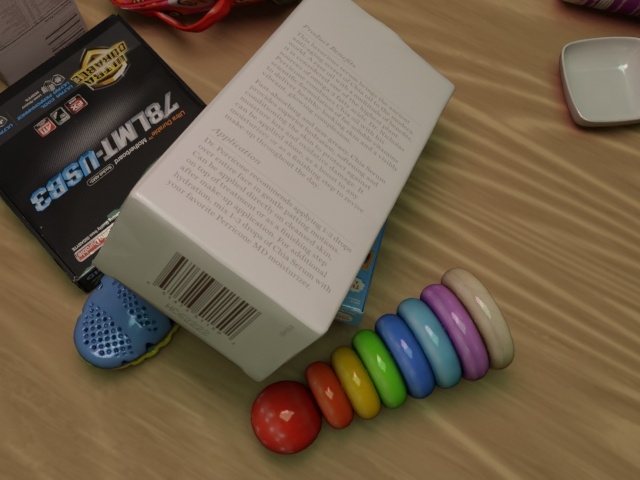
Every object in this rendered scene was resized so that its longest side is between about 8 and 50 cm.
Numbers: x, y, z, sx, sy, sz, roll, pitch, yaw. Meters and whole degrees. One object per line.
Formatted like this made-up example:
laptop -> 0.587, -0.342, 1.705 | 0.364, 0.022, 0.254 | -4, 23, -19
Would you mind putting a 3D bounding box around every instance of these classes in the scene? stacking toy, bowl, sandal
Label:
stacking toy -> 0.068, 0.167, 0.914 | 0.330, 0.141, 0.141 | -27, 74, -7
bowl -> 0.429, -0.232, 1.101 | 0.142, 0.053, 0.142 | -5, 72, -4
sandal -> -0.196, 0.029, 0.942 | 0.126, 0.138, 0.317 | 38, 75, 8

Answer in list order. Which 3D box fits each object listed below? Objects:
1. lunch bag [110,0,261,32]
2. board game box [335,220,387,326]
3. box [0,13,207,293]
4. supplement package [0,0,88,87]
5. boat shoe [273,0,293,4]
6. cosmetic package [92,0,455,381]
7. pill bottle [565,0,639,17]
lunch bag -> -0.177, -0.429, 1.041 | 0.293, 0.120, 0.258 | -1, 95, 23
board game box -> 0.000, 0.000, 0.974 | 0.160, 0.039, 0.211 | 16, 49, 3
box -> -0.305, -0.129, 1.026 | 0.295, 0.073, 0.293 | -40, 76, -14
supplement package -> -0.466, -0.361, 1.027 | 0.194, 0.203, 0.149 | 43, 75, 12
boat shoe -> -0.149, -0.478, 1.155 | 0.099, 0.116, 0.319 | -43, 83, 29
cosmetic package -> -0.031, -0.090, 0.868 | 0.230, 0.161, 0.453 | 38, 50, -7
pill bottle -> 0.529, -0.419, 1.109 | 0.302, 0.169, 0.169 | 13, 71, 2
